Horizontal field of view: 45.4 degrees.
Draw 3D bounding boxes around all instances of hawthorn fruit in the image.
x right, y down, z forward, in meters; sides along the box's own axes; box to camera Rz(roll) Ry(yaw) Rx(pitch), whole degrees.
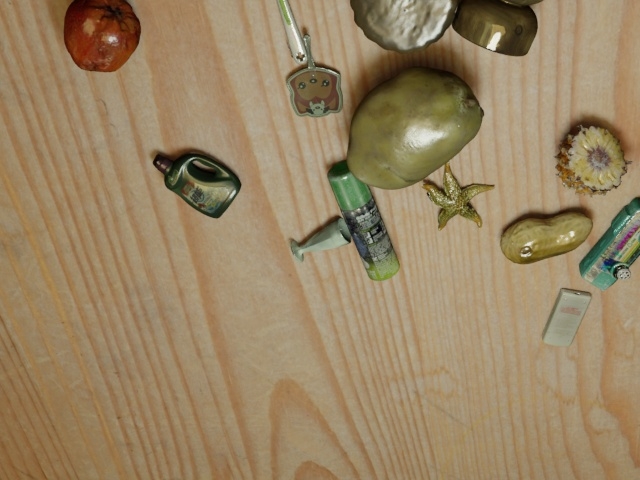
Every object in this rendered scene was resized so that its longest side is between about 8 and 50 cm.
[{"bbox_3d":[-0.492,-0.469,1.729,0.173,0.174,0.179,7,150,1],"label":"hawthorn fruit"}]

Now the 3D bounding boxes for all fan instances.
[{"bbox_3d":[-0.017,-0.384,1.806,0.132,0.009,0.220,-5,130,6],"label":"fan"}]

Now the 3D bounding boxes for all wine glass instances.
[{"bbox_3d":[0.000,0.000,2.036,0.155,0.073,0.073,-21,119,20],"label":"wine glass"}]

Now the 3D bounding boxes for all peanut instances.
[{"bbox_3d":[0.577,-0.011,1.955,0.236,0.110,0.120,-18,107,14],"label":"peanut"}]

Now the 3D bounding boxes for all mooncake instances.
[{"bbox_3d":[0.182,-0.527,1.646,0.228,0.124,0.228,5,125,8],"label":"mooncake"}]

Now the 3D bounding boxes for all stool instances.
[{"bbox_3d":[0.401,-0.541,1.582,0.179,0.179,0.264,16,122,-6],"label":"stool"}]

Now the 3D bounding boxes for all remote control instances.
[{"bbox_3d":[0.686,0.219,2.143,0.087,0.029,0.190,9,123,-1],"label":"remote control"}]

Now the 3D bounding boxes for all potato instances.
[{"bbox_3d":[0.203,-0.261,1.757,0.243,0.221,0.326,42,128,-9],"label":"potato"}]

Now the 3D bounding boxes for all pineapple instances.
[{"bbox_3d":[0.631,-0.181,1.844,0.176,0.137,0.162,25,78,-12],"label":"pineapple"}]

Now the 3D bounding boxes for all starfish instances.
[{"bbox_3d":[0.359,-0.106,1.954,0.175,0.053,0.208,-27,124,9],"label":"starfish"}]

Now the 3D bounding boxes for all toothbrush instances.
[{"bbox_3d":[-0.103,-0.578,1.682,0.042,0.040,0.418,-14,121,11],"label":"toothbrush"}]

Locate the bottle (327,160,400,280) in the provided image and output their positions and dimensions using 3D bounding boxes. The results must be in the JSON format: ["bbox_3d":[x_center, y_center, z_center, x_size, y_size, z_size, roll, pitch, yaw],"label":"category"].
[{"bbox_3d":[0.114,-0.048,1.980,0.093,0.093,0.330,-16,120,15],"label":"bottle"}]

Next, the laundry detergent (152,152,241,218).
[{"bbox_3d":[-0.321,-0.160,1.956,0.221,0.078,0.144,35,118,-14],"label":"laundry detergent"}]

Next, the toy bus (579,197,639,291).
[{"bbox_3d":[0.778,0.011,1.967,0.109,0.091,0.262,27,120,-5],"label":"toy bus"}]
